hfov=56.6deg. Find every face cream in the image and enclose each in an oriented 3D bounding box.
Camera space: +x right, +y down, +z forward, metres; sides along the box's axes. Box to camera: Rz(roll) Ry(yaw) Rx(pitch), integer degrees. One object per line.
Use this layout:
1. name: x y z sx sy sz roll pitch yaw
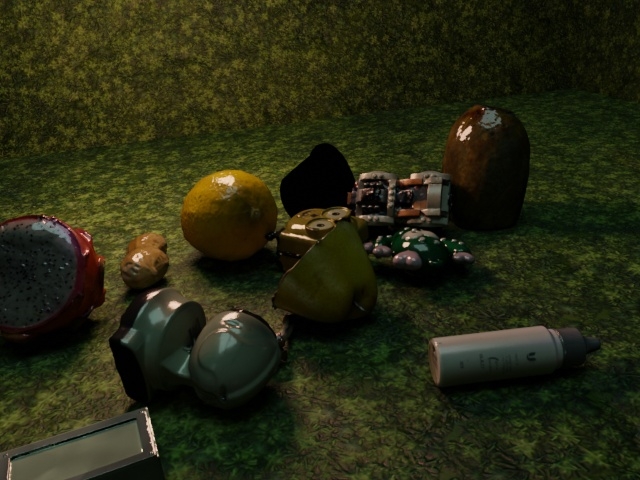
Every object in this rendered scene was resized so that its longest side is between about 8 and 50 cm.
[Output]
1. face cream: 0.359 0.205 1.088 0.312 0.092 0.092 -7 24 -4

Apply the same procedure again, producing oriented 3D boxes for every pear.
1. pear: 0.039 0.100 1.302 0.178 0.267 0.267 40 40 13

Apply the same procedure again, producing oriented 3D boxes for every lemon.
1. lemon: -0.251 -0.066 1.613 0.245 0.245 0.320 -22 13 -35

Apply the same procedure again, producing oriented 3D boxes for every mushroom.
1. mushroom: -0.082 0.200 1.240 0.060 0.061 0.187 -6 12 13

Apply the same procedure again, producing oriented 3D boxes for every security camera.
1. security camera: -0.213 0.202 1.090 0.277 0.197 0.191 11 38 18

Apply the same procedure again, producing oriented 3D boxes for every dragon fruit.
1. dragon fruit: -0.624 0.084 1.352 0.291 0.290 0.189 -5 -11 -2

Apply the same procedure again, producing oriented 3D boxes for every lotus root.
1. lotus root: 0.480 -0.218 1.730 0.251 0.346 0.250 2 19 -1

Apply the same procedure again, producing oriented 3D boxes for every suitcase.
1. suitcase: 0.000 0.000 1.547 0.235 0.143 0.194 11 28 31

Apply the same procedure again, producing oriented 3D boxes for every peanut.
1. peanut: -0.463 0.050 1.577 0.117 0.101 0.263 16 16 -18

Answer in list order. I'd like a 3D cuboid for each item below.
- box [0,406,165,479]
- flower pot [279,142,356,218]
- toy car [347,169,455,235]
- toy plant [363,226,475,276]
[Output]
1. box: -0.357 0.350 0.893 0.225 0.086 0.129 -14 26 -19
2. flower pot: -0.015 -0.146 1.800 0.166 0.269 0.269 -13 17 30
3. toy car: 0.225 -0.108 1.693 0.301 0.193 0.118 4 -15 15
4. toy plant: 0.244 0.028 1.480 0.233 0.112 0.243 -8 18 -34
